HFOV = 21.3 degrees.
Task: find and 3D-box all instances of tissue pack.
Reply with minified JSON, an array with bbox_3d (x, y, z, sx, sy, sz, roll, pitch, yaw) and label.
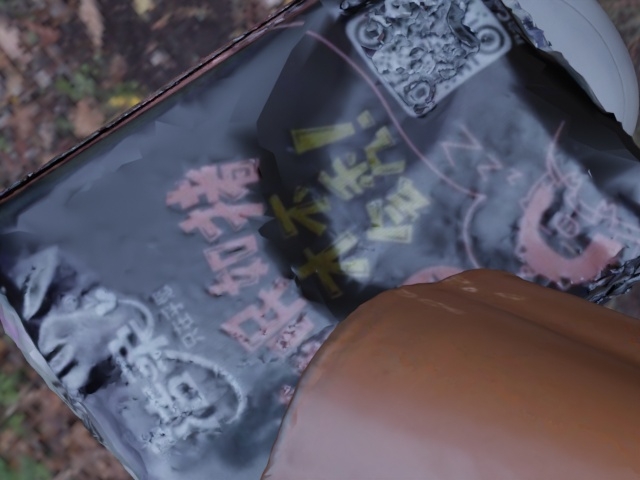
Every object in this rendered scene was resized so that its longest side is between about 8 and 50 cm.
[{"bbox_3d":[0.000,0.000,0.923,0.245,0.332,0.123,53,169,10],"label":"tissue pack"}]

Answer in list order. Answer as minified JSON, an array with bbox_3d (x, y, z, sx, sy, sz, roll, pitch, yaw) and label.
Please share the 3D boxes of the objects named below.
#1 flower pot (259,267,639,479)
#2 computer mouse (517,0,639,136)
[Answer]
[{"bbox_3d":[0.093,0.116,0.518,0.173,0.190,0.191,16,130,42],"label":"flower pot"},{"bbox_3d":[0.085,-0.059,1.148,0.297,0.121,0.184,-33,103,-3],"label":"computer mouse"}]
